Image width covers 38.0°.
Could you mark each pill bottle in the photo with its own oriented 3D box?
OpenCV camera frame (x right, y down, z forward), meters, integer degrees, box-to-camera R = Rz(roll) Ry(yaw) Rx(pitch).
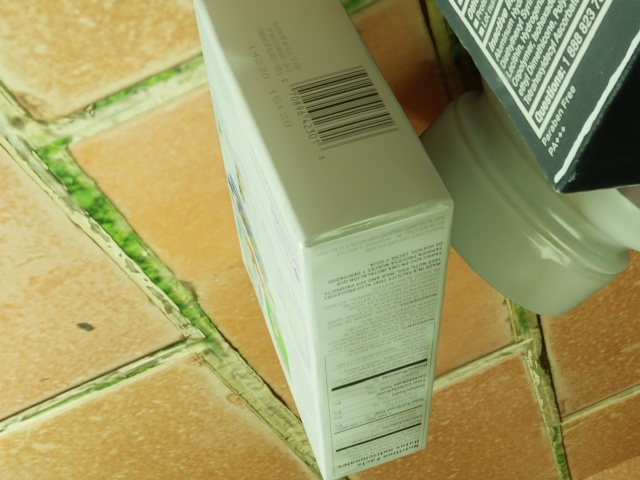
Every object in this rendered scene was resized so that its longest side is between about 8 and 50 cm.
[{"bbox_3d":[0.261,-0.133,0.671,0.224,0.224,0.392,17,129,-42],"label":"pill bottle"}]

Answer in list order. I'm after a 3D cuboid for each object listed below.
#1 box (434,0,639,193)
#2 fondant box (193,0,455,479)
[{"bbox_3d":[0.167,-0.233,0.428,0.183,0.294,0.296,-8,143,-23],"label":"box"},{"bbox_3d":[0.000,0.000,0.694,0.096,0.238,0.330,-16,144,-10],"label":"fondant box"}]
